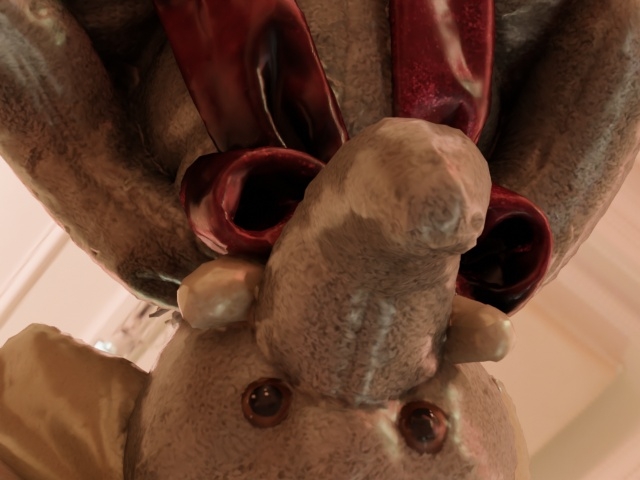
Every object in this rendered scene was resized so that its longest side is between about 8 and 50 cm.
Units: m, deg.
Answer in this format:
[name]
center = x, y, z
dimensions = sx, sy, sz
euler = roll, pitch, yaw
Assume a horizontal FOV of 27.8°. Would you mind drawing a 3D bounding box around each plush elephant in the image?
[plush elephant]
center = 0.000, 0.000, 0.428
dimensions = 0.272, 0.255, 0.330
euler = 3, -52, -12
